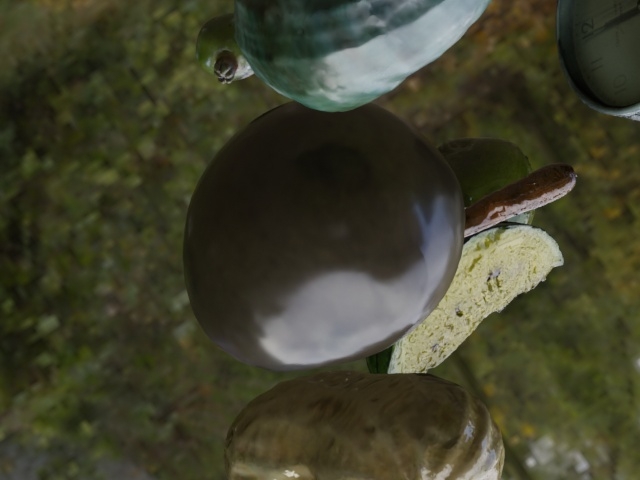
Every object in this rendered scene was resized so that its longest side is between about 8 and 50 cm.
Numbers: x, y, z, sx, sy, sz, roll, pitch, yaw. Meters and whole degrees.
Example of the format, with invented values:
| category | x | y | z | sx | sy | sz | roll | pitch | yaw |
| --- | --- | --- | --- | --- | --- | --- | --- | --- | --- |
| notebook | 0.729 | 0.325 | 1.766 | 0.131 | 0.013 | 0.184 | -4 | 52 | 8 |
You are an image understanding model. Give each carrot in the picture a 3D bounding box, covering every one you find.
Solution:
| category | x | y | z | sx | sy | sz | roll | pitch | yaw |
| --- | --- | --- | --- | --- | --- | --- | --- | --- | --- |
| carrot | 0.174 | -0.033 | 1.656 | 0.165 | 0.035 | 0.035 | -24 | 177 | -2 |

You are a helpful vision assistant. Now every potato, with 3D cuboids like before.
| category | x | y | z | sx | sy | sz | roll | pitch | yaw |
| --- | --- | --- | --- | --- | --- | --- | --- | --- | --- |
| potato | 0.178 | -0.036 | 2.183 | 0.148 | 0.186 | 0.253 | 84 | 20 | -46 |

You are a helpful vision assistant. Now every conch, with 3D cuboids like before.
| category | x | y | z | sx | sy | sz | roll | pitch | yaw |
| --- | --- | --- | --- | --- | --- | --- | --- | --- | --- |
| conch | 0.035 | -0.230 | 1.258 | 0.220 | 0.277 | 0.195 | 3 | -142 | 17 |

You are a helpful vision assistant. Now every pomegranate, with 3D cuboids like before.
| category | x | y | z | sx | sy | sz | roll | pitch | yaw |
| --- | --- | --- | --- | --- | --- | --- | --- | --- | --- |
| pomegranate | -0.086 | -0.188 | 1.706 | 0.073 | 0.084 | 0.073 | -16 | 138 | -16 |

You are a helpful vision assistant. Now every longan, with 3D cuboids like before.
| category | x | y | z | sx | sy | sz | roll | pitch | yaw |
| --- | --- | --- | --- | --- | --- | --- | --- | --- | --- |
| longan | 0.000 | 0.000 | 1.428 | 0.248 | 0.248 | 0.248 | -34 | 177 | -2 |

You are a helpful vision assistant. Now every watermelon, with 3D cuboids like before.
| category | x | y | z | sx | sy | sz | roll | pitch | yaw |
| --- | --- | --- | --- | --- | --- | --- | --- | --- | --- |
| watermelon | 0.154 | 0.055 | 1.941 | 0.301 | 0.129 | 0.123 | -36 | -169 | -28 |

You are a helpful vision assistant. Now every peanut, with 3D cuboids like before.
| category | x | y | z | sx | sy | sz | roll | pitch | yaw |
| --- | --- | --- | --- | --- | --- | --- | --- | --- | --- |
| peanut | 0.034 | 0.196 | 1.591 | 0.325 | 0.140 | 0.153 | -7 | -129 | 43 |

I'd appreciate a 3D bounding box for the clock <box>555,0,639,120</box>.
| category | x | y | z | sx | sy | sz | roll | pitch | yaw |
| --- | --- | --- | --- | --- | --- | --- | --- | --- | --- |
| clock | 0.304 | -0.225 | 1.599 | 0.049 | 0.226 | 0.226 | 7 | 153 | -31 |
